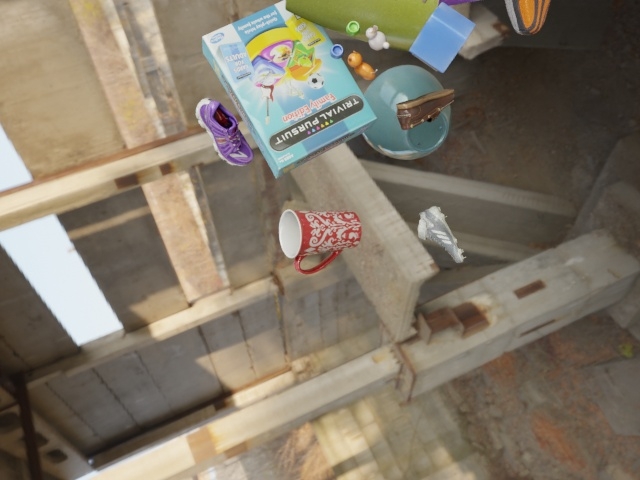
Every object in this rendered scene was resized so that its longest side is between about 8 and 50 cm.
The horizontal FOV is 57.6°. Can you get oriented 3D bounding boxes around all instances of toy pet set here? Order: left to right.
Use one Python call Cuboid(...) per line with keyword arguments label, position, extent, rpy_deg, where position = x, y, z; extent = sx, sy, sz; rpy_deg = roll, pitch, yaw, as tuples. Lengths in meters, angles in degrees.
Cuboid(label="toy pet set", position=(0.089, -0.219, 0.595), extent=(0.114, 0.122, 0.065), rpy_deg=(34, 179, -1))

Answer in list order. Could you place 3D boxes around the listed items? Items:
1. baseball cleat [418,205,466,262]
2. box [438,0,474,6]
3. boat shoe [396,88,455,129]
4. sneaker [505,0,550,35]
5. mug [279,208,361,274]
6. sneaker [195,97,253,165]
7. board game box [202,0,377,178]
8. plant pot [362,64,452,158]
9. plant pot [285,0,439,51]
Cuboid(label="baseball cleat", position=(0.379, -0.006, 1.867), extent=(0.206, 0.109, 0.072), rpy_deg=(68, -170, 22))
Cuboid(label="box", position=(0.325, -0.651, 1.481), extent=(0.201, 0.293, 0.057), rpy_deg=(-62, -38, -48))
Cuboid(label="boat shoe", position=(0.275, -0.343, 1.518), extent=(0.073, 0.207, 0.073), rpy_deg=(12, 122, 54))
Cuboid(label="sneaker", position=(0.420, -0.517, 0.985), extent=(0.180, 0.124, 0.321), rpy_deg=(15, 117, 36))
Cuboid(label="mug", position=(-0.003, -0.008, 1.377), extent=(0.113, 0.169, 0.150), rpy_deg=(60, 142, 37))
Cuboid(label="sneaker", position=(-0.190, -0.217, 1.197), extent=(0.071, 0.068, 0.170), rpy_deg=(16, 154, 44))
Cuboid(label="board game box", position=(-0.069, -0.348, 1.297), extent=(0.336, 0.254, 0.079), rpy_deg=(59, 167, 4))
Cuboid(label="plant pot", position=(0.283, -0.365, 1.773), extent=(0.195, 0.290, 0.290), rpy_deg=(-119, 14, -56))
Cuboid(label="plant pot", position=(0.076, -0.543, 1.213), extent=(0.275, 0.294, 0.274), rpy_deg=(-178, 90, -84))
